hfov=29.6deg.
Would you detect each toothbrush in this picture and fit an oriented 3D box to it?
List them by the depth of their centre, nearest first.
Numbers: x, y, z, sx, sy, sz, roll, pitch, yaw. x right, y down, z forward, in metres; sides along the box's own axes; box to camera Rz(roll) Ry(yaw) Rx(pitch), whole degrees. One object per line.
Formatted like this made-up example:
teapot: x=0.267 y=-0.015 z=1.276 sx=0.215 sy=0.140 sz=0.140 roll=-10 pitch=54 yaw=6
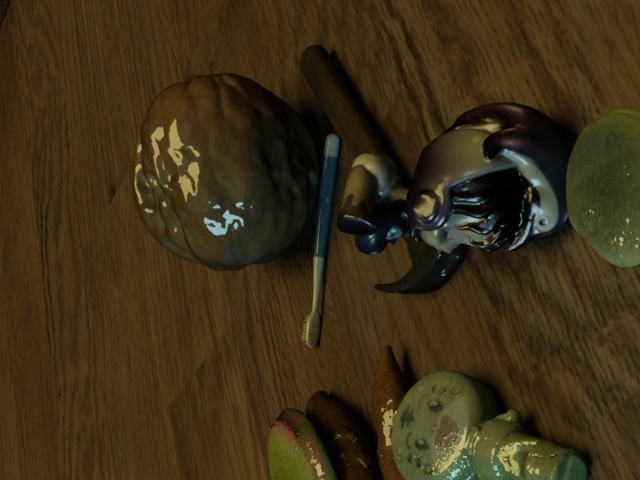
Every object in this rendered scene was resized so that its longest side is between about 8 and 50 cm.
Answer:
toothbrush: x=0.000 y=0.000 z=1.550 sx=0.025 sy=0.019 sz=0.275 roll=180 pitch=97 yaw=-68

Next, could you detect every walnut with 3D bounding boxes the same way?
walnut: x=-0.125 y=-0.093 z=1.579 sx=0.227 sy=0.273 sz=0.273 roll=-17 pitch=65 yaw=24

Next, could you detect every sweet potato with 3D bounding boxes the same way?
sweet potato: x=0.086 y=0.216 z=1.314 sx=0.065 sy=0.051 sz=0.218 roll=-52 pitch=40 yaw=47
sweet potato: x=0.035 y=0.250 z=1.381 sx=0.067 sy=0.067 sz=0.274 roll=-70 pitch=26 yaw=20

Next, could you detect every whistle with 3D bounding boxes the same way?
whistle: x=0.156 y=0.199 z=1.185 sx=0.258 sy=0.067 sz=0.126 roll=7 pitch=77 yaw=56

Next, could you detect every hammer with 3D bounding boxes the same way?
hammer: x=0.062 y=-0.107 z=1.444 sx=0.168 sy=0.044 sz=0.440 roll=-62 pitch=35 yaw=29

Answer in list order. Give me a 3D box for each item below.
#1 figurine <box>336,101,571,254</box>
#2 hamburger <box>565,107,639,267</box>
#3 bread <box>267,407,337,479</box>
figurine: x=0.136 y=-0.056 z=1.183 sx=0.222 sy=0.145 sz=0.145 roll=-6 pitch=74 yaw=19
hamburger: x=0.270 y=-0.047 z=1.042 sx=0.140 sy=0.062 sz=0.133 roll=50 pitch=130 yaw=50
bread: x=-0.019 y=0.309 z=1.424 sx=0.228 sy=0.033 sz=0.228 roll=170 pitch=90 yaw=-70
